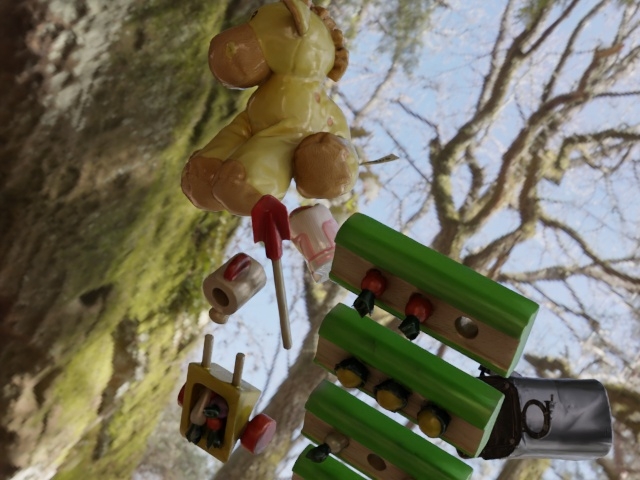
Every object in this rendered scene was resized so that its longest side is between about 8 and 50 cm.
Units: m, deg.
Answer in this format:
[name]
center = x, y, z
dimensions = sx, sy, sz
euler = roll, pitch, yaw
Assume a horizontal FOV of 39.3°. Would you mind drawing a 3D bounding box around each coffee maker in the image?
[coffee maker]
center = 0.280, 0.228, 1.122
dimensions = 0.171, 0.178, 0.120
euler = 15, -83, 58

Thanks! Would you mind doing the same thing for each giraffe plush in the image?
[giraffe plush]
center = -0.034, -0.131, 0.801
dimensions = 0.181, 0.210, 0.170
euler = 13, -62, 55

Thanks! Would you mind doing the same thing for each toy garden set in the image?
[toy garden set]
center = -0.005, 0.090, 0.533
dimensions = 0.204, 0.049, 0.244
euler = 28, -46, 21

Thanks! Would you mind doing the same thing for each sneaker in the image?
[sneaker]
center = 0.000, 0.000, 0.885
dimensions = 0.070, 0.051, 0.134
euler = 61, 0, 10
